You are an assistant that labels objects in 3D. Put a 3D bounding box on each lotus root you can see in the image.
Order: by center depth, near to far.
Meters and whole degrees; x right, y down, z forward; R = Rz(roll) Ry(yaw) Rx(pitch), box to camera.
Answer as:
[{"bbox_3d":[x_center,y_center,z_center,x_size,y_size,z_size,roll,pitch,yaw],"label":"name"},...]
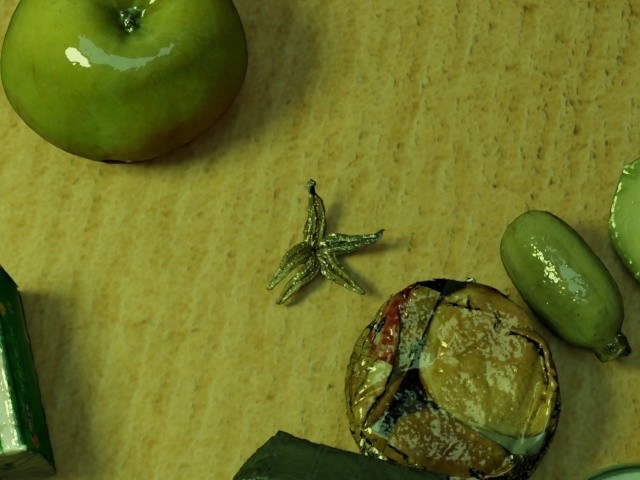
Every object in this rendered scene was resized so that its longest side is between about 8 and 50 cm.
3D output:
[{"bbox_3d":[0.255,0.051,1.813,0.077,0.090,0.183,-25,74,-35],"label":"lotus root"}]

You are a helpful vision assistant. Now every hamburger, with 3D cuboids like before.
[{"bbox_3d":[0.135,0.153,1.777,0.231,0.107,0.231,1,70,-2],"label":"hamburger"}]

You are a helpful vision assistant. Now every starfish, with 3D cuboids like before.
[{"bbox_3d":[0.002,0.001,1.858,0.133,0.041,0.130,-8,79,-3],"label":"starfish"}]

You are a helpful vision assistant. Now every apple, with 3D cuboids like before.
[{"bbox_3d":[-0.209,-0.203,1.849,0.261,0.194,0.261,2,68,-4],"label":"apple"}]

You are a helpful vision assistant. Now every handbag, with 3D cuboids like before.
[{"bbox_3d":[0.020,0.294,1.717,0.270,0.175,0.088,14,29,5],"label":"handbag"}]

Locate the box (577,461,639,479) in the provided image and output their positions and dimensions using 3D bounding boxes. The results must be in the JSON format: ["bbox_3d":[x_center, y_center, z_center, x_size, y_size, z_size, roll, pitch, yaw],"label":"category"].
[{"bbox_3d":[0.305,0.336,1.690,0.226,0.149,0.226,0,73,0],"label":"box"}]

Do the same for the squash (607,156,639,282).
[{"bbox_3d":[0.432,-0.002,1.776,0.260,0.189,0.189,18,74,2],"label":"squash"}]

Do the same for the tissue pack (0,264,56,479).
[{"bbox_3d":[-0.370,0.143,1.767,0.156,0.148,0.209,-13,73,-3],"label":"tissue pack"}]
